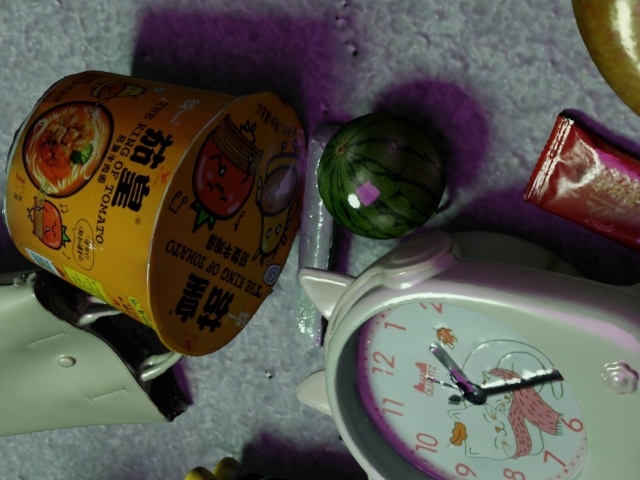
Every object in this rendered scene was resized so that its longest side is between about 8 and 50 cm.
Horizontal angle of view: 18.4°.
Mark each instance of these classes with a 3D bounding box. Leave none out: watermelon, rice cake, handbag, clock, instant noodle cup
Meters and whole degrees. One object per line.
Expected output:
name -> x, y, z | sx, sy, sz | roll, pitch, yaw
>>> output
watermelon -> 0.052, -0.047, 1.520 | 0.109, 0.109, 0.109 | 12, 122, 21
rice cake -> 0.000, 0.000, 1.611 | 0.033, 0.033, 0.208 | 16, 123, 17
handbag -> -0.245, 0.103, 1.713 | 0.315, 0.109, 0.241 | -3, 148, 30
clock -> 0.132, 0.110, 1.552 | 0.324, 0.108, 0.265 | 18, 128, 19
instant noodle cup -> -0.135, -0.035, 1.562 | 0.172, 0.216, 0.216 | 20, 124, 27

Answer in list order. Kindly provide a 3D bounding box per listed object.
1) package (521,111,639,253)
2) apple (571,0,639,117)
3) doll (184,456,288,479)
package -> 0.252, -0.019, 1.480 | 0.200, 0.022, 0.083 | 28, 126, 13
apple -> 0.284, -0.168, 1.243 | 0.264, 0.264, 0.264 | 12, 122, 21
doll -> 0.028, 0.250, 1.665 | 0.316, 0.145, 0.103 | 16, 78, 26
